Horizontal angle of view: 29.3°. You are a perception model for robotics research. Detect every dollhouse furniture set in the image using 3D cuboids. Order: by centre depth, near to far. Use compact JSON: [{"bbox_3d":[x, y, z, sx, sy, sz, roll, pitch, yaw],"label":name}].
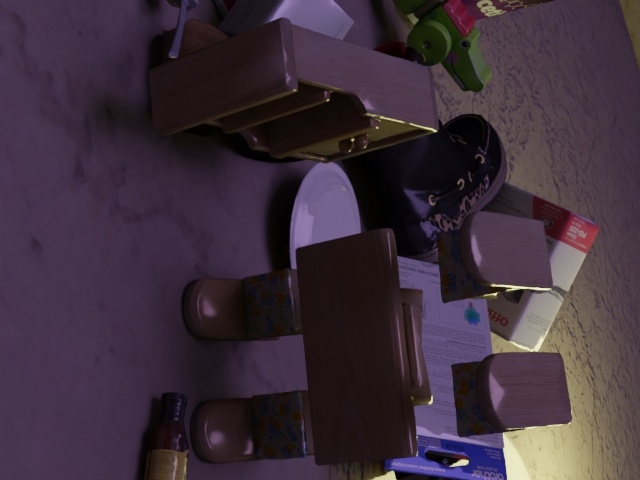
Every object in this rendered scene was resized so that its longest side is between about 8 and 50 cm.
[{"bbox_3d":[0.000,0.018,1.187,0.256,0.362,0.394,6,74,-50],"label":"dollhouse furniture set"}]

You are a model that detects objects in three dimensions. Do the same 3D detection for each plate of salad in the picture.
[{"bbox_3d":[0.000,0.000,1.533,0.200,0.048,0.200,-8,99,-63],"label":"plate of salad"}]

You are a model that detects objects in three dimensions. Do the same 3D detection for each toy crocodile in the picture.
[{"bbox_3d":[0.152,-0.371,1.832,0.340,0.105,0.115,54,32,-6],"label":"toy crocodile"}]

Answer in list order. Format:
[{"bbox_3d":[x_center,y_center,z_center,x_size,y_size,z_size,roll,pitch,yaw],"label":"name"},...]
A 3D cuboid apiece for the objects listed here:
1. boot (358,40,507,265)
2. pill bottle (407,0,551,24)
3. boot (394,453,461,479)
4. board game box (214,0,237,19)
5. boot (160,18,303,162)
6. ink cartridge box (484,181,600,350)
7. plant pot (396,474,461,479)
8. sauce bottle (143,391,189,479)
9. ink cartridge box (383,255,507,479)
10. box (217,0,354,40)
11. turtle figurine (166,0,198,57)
[{"bbox_3d":[0.149,-0.159,1.786,0.377,0.138,0.284,-57,131,-46],"label":"boot"},{"bbox_3d":[0.283,-0.449,1.921,0.181,0.323,0.181,30,55,-56],"label":"pill bottle"},{"bbox_3d":[0.143,0.174,1.711,0.223,0.118,0.338,66,24,-10],"label":"boot"},{"bbox_3d":[-0.104,-0.503,1.496,0.390,0.050,0.390,62,32,-32],"label":"board game box"},{"bbox_3d":[-0.072,-0.166,1.396,0.305,0.112,0.115,20,53,-57],"label":"boot"},{"bbox_3d":[0.300,0.038,1.870,0.092,0.158,0.218,18,98,-46],"label":"ink cartridge box"},{"bbox_3d":[0.140,0.401,1.522,0.174,0.191,0.191,57,34,-25],"label":"plant pot"},{"bbox_3d":[-0.148,0.211,1.183,0.042,0.042,0.128,40,49,-52],"label":"sauce bottle"},{"bbox_3d":[0.139,0.170,1.588,0.185,0.065,0.311,13,53,-24],"label":"ink cartridge box"},{"bbox_3d":[-0.039,-0.248,1.407,0.102,0.087,0.101,40,80,-37],"label":"box"},{"bbox_3d":[-0.081,-0.319,1.269,0.266,0.274,0.198,-19,134,-40],"label":"turtle figurine"}]
